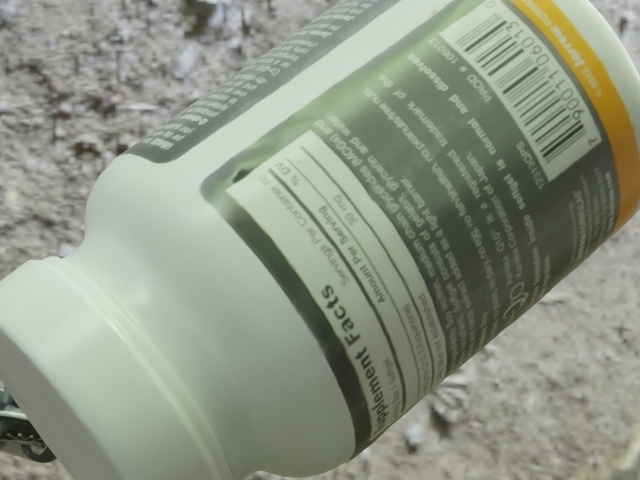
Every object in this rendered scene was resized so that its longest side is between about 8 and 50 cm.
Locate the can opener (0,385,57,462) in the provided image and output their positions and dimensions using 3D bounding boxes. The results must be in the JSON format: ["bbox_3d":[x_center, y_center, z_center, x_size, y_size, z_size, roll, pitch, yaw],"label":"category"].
[{"bbox_3d":[-0.197,0.095,0.950,0.076,0.283,0.095,12,82,-24],"label":"can opener"}]

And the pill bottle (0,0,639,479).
[{"bbox_3d":[0.000,0.000,0.632,0.278,0.162,0.162,-37,120,-19],"label":"pill bottle"}]
